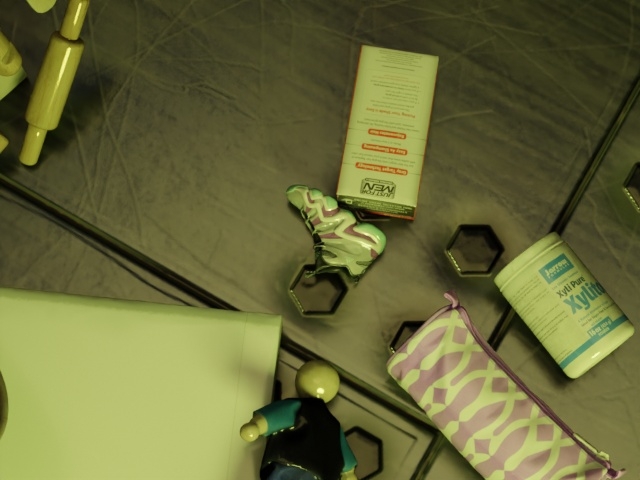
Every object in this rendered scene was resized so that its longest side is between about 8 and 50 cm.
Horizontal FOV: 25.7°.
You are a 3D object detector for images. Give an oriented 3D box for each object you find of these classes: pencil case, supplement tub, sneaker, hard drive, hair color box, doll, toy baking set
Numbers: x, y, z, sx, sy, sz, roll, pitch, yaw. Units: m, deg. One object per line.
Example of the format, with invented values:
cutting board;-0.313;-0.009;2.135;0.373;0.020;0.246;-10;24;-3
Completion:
pencil case;0.146;0.144;1.132;0.206;0.086;0.088;45;113;10
supplement tub;0.203;0.054;1.167;0.071;0.071;0.107;-36;78;-9
sneaker;0.000;0.000;1.199;0.098;0.038;0.069;32;76;9
hard drive;-0.195;0.147;1.159;0.307;0.040;0.203;6;75;1
hair color box;0.059;-0.095;1.222;0.072;0.043;0.141;10;74;3
doll;-0.021;0.180;1.121;0.129;0.046;0.189;37;57;-33
toy baking set;-0.273;-0.148;1.134;0.030;0.196;0.256;40;114;32

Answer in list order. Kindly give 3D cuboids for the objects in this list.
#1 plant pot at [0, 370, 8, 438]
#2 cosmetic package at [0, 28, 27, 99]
plant pot;-0.406;0.184;1.034;0.256;0.256;0.274;37;113;10
cosmetic package;-0.417;-0.115;1.186;0.153;0.129;0.296;43;78;12
